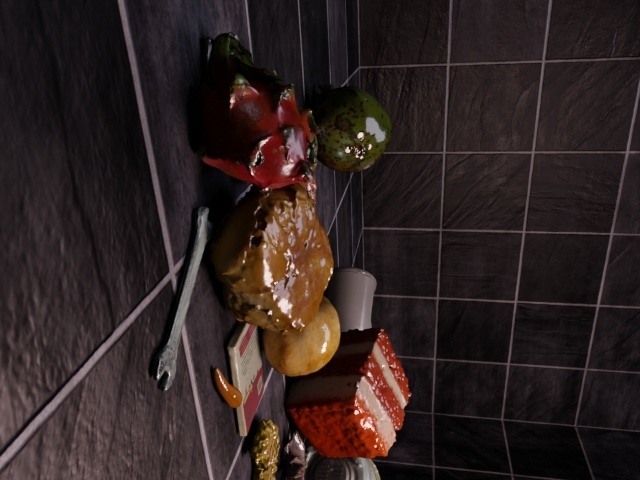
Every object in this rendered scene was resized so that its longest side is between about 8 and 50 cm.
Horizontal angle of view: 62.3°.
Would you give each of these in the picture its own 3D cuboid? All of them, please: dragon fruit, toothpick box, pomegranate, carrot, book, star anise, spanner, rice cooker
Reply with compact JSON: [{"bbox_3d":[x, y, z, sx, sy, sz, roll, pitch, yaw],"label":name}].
[{"bbox_3d":[-0.100,-0.215,0.889,0.198,0.200,0.270,140,-49,-89],"label":"dragon fruit"},{"bbox_3d":[0.086,0.274,1.985,0.229,0.228,0.317,74,22,-58],"label":"toothpick box"},{"bbox_3d":[0.073,-0.390,1.742,0.285,0.284,0.341,78,-9,-50],"label":"pomegranate"},{"bbox_3d":[-0.177,0.284,1.007,0.142,0.035,0.035,73,21,-48],"label":"carrot"},{"bbox_3d":[-0.156,0.276,1.137,0.162,0.022,0.232,-71,160,-64],"label":"book"},{"bbox_3d":[-0.053,0.211,1.238,0.207,0.206,0.207,2,90,-79],"label":"pomegranate"},{"bbox_3d":[-0.074,0.649,1.525,0.183,0.065,0.195,84,2,-48],"label":"star anise"},{"bbox_3d":[-0.211,0.083,0.832,0.071,0.017,0.302,75,20,-59],"label":"spanner"},{"bbox_3d":[0.054,0.782,1.713,0.317,0.264,0.317,59,-6,11],"label":"rice cooker"}]

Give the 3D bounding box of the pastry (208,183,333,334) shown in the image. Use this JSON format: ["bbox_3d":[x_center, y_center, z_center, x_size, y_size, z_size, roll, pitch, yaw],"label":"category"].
[{"bbox_3d":[-0.098,0.034,1.025,0.255,0.161,0.311,-49,138,-36],"label":"pastry"}]

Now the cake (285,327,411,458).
[{"bbox_3d":[0.085,0.467,1.606,0.270,0.269,0.320,63,32,-20],"label":"cake"}]

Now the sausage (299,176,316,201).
[{"bbox_3d":[-0.050,-0.209,1.483,0.078,0.078,0.305,-68,158,-61],"label":"sausage"}]

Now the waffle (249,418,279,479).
[{"bbox_3d":[-0.133,0.507,1.222,0.149,0.051,0.194,-49,145,-73],"label":"waffle"}]

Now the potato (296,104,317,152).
[{"bbox_3d":[-0.085,-0.200,1.111,0.175,0.159,0.251,-65,164,19],"label":"potato"}]
